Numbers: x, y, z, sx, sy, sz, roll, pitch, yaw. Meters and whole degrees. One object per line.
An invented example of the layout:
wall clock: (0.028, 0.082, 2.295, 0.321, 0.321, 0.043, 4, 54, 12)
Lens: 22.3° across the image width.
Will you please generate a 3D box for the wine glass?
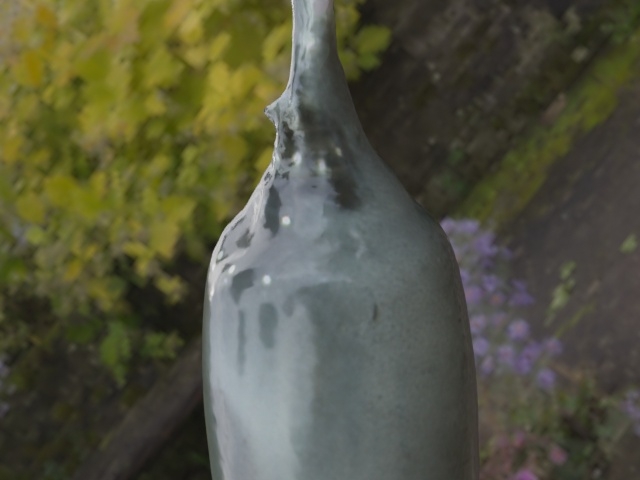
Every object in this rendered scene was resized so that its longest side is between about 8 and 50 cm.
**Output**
wine glass: (0.000, 0.000, 0.350, 0.074, 0.074, 0.262, -88, -6, -72)
